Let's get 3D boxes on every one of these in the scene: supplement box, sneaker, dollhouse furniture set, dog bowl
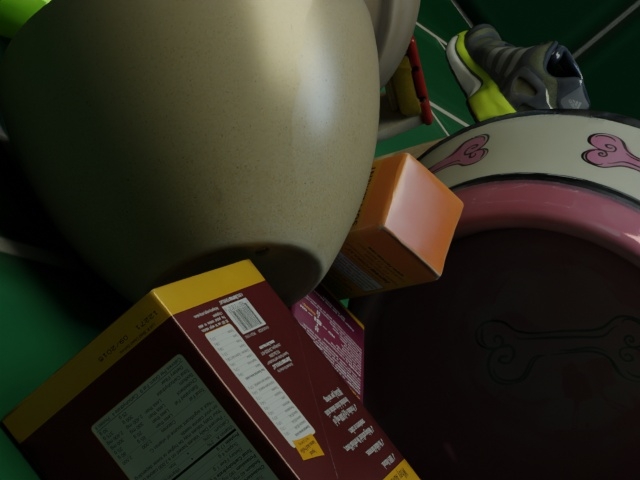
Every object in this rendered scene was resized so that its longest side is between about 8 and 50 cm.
[{"bbox_3d":[-0.030,0.106,1.284,0.081,0.104,0.188,46,16,-14],"label":"supplement box"},{"bbox_3d":[0.219,-0.168,1.862,0.111,0.121,0.300,56,10,-27],"label":"sneaker"},{"bbox_3d":[0.118,-0.103,1.826,0.201,0.152,0.374,-107,-179,-53],"label":"dollhouse furniture set"},{"bbox_3d":[0.199,0.102,1.451,0.408,0.408,0.150,49,32,-4],"label":"dog bowl"},{"bbox_3d":[-0.060,0.134,1.085,0.194,0.129,0.191,52,15,6],"label":"supplement box"},{"bbox_3d":[0.000,0.000,1.389,0.080,0.233,0.078,38,56,-30],"label":"supplement box"}]

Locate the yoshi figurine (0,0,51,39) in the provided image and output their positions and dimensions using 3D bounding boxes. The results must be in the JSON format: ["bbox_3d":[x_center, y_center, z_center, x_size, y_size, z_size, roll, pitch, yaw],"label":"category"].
[{"bbox_3d":[-0.278,-0.258,1.228,0.362,0.203,0.203,24,34,-21],"label":"yoshi figurine"}]

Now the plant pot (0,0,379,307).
[{"bbox_3d":[-0.081,-0.049,1.246,0.284,0.284,0.191,30,41,-52],"label":"plant pot"}]

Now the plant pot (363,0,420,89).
[{"bbox_3d":[-0.113,-0.220,1.529,0.323,0.323,0.280,52,33,5],"label":"plant pot"}]
